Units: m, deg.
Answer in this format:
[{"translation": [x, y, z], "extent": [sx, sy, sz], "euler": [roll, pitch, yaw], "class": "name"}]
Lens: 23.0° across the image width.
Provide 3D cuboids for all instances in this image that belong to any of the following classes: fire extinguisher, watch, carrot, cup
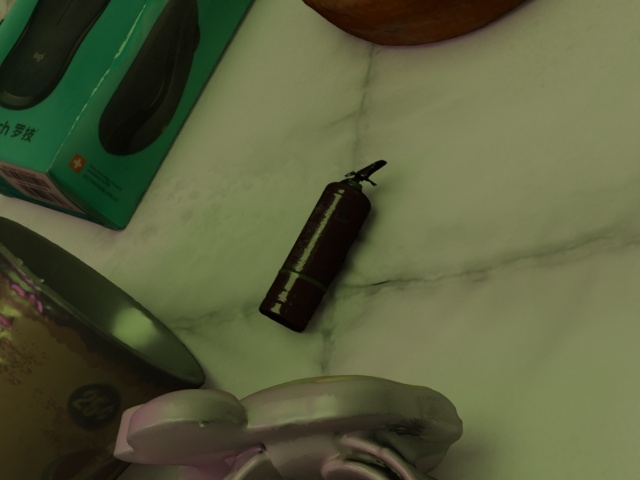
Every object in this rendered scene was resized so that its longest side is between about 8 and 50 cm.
[{"translation": [0.000, 0.000, 1.328], "extent": [0.078, 0.045, 0.157], "euler": [3, 62, 62], "class": "fire extinguisher"}, {"translation": [-0.017, 0.214, 1.104], "extent": [0.248, 0.211, 0.217], "euler": [-12, 63, 20], "class": "watch"}, {"translation": [0.098, -0.295, 1.416], "extent": [0.307, 0.100, 0.258], "euler": [-7, 55, 35], "class": "carrot"}, {"translation": [-0.270, 0.132, 1.339], "extent": [0.257, 0.227, 0.301], "euler": [-50, 16, 3], "class": "cup"}]

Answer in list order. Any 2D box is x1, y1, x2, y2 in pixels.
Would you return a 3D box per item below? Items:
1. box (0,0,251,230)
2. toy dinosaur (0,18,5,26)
[{"translation": [-0.220, -0.182, 1.558], "extent": [0.205, 0.118, 0.311], "euler": [18, 73, 40], "class": "box"}, {"translation": [-0.370, -0.176, 1.709], "extent": [0.154, 0.049, 0.055], "euler": [-65, 7, -16], "class": "toy dinosaur"}]
